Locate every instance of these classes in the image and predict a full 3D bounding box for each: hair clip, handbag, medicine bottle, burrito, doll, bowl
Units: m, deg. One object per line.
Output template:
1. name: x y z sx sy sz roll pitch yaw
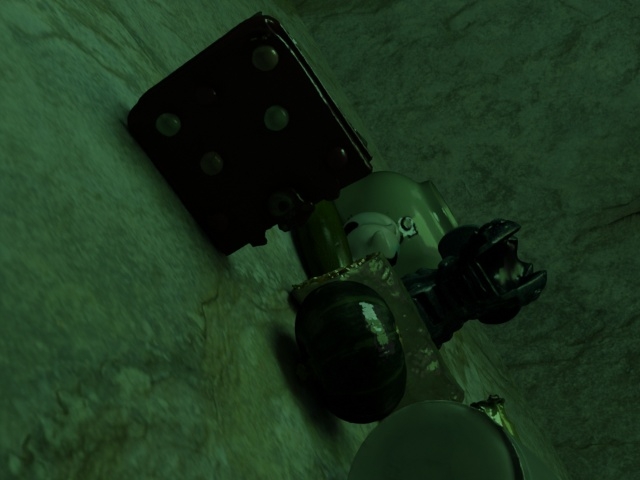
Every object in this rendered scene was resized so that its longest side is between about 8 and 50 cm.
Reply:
1. hair clip: 0.250 0.084 1.784 0.195 0.310 0.206 60 30 1
2. handbag: -0.077 -0.106 1.107 0.216 0.203 0.074 56 19 -15
3. medicine bottle: 0.174 0.307 1.133 0.332 0.189 0.190 43 19 -55
4. burrito: 0.083 0.130 1.399 0.299 0.105 0.143 56 48 -23
5. doll: 0.086 0.013 1.786 0.107 0.110 0.181 36 12 -11
6. bowl: 0.187 -0.004 2.103 0.354 0.185 0.354 56 11 -17

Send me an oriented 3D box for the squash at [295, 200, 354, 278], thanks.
1. squash: 0.001 -0.002 1.542 0.071 0.080 0.319 10 37 -27

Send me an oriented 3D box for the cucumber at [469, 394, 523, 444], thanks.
1. cucumber: 0.328 0.439 1.758 0.145 0.105 0.325 92 -22 -55

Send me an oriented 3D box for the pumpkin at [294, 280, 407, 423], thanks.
1. pumpkin: 0.033 0.124 1.170 0.167 0.125 0.167 -7 90 -84
